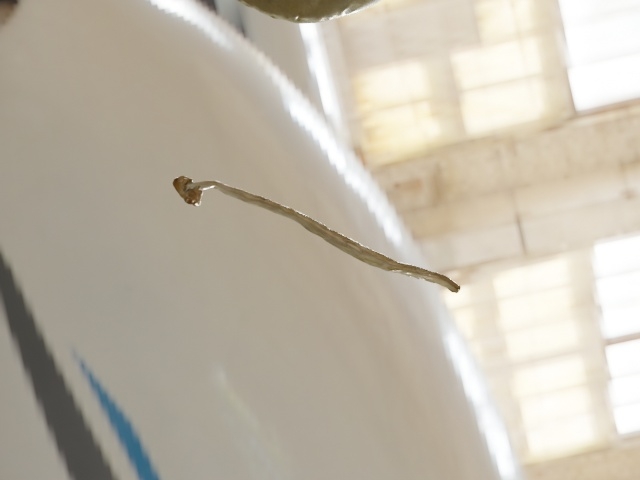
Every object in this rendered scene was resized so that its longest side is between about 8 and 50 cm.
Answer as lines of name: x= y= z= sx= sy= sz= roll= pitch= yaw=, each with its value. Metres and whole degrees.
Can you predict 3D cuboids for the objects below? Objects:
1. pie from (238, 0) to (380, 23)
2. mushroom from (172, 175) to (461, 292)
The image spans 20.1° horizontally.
pie: x=0.027 y=-0.246 z=1.382 sx=0.052 sy=0.185 sz=0.218 roll=72 pitch=34 yaw=-41
mushroom: x=0.002 y=-0.006 z=1.546 sx=0.026 sy=0.286 sz=0.028 roll=-2 pitch=-109 yaw=63
